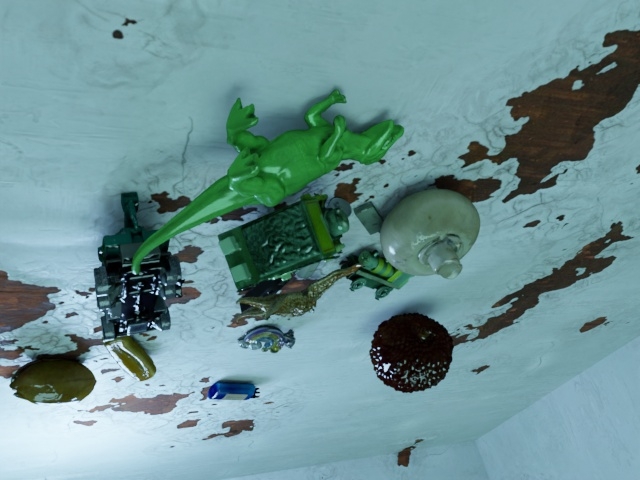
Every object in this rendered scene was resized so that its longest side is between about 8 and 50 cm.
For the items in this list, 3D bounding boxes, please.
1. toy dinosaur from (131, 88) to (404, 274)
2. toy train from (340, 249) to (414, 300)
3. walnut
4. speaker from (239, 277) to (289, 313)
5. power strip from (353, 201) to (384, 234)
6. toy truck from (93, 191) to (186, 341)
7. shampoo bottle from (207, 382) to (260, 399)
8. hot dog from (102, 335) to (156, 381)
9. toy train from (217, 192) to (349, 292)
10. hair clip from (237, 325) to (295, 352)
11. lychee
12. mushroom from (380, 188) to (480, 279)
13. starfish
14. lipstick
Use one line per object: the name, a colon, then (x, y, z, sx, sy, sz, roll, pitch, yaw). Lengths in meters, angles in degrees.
toy dinosaur: (-0.106, -0.100, 1.224, 0.500, 0.144, 0.374, -41, 155, 26)
toy train: (0.147, 0.083, 1.697, 0.200, 0.083, 0.132, 21, 122, -44)
walnut: (-0.734, 0.392, 1.742, 0.137, 0.137, 0.245, -35, 147, 28)
speaker: (-0.150, 0.135, 1.669, 0.040, 0.046, 0.191, 10, 141, -36)
power strip: (0.123, -0.050, 1.526, 0.050, 0.019, 0.136, -26, 147, 12)
toy truck: (-0.394, 0.075, 1.340, 0.176, 0.178, 0.364, -7, 148, -23)
shampoo bottle: (-0.299, 0.533, 2.221, 0.182, 0.050, 0.087, 12, 136, -37)
hot dog: (-0.534, 0.321, 1.774, 0.087, 0.061, 0.286, -15, 147, -8)
toy train: (-0.074, 0.001, 1.330, 0.271, 0.159, 0.188, -21, 179, 26)
hair clip: (-0.162, 0.297, 1.927, 0.172, 0.049, 0.116, 8, 128, -20)
lychee: (0.291, 0.352, 2.011, 0.264, 0.264, 0.300, -1, 142, -22)
mushroom: (0.267, -0.005, 1.495, 0.245, 0.202, 0.246, -14, 140, -13)
starfish: (-0.069, 0.152, 1.590, 0.293, 0.084, 0.301, -12, 169, -31)
lipstick: (0.000, 0.000, 1.513, 0.059, 0.059, 0.264, 1, 145, -25)
